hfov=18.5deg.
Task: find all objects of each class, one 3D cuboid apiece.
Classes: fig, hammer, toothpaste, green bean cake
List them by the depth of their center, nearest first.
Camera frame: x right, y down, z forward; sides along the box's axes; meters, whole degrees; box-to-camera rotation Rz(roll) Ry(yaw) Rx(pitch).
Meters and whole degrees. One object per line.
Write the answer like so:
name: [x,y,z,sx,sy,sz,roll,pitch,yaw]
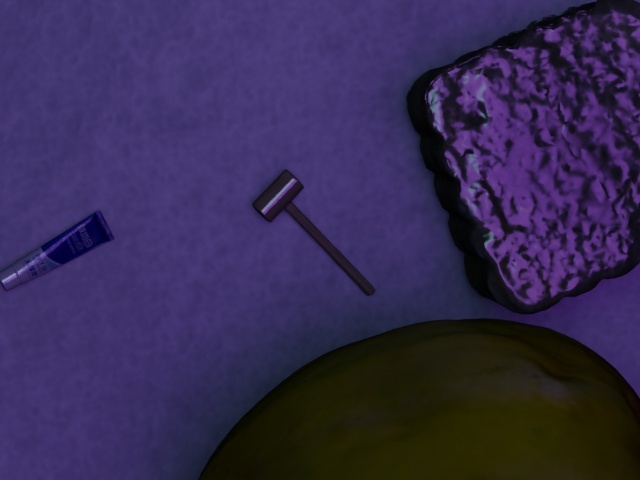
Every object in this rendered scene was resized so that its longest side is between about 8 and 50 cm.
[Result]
fig: [0.070,0.214,1.272,0.343,0.343,0.343,-2,97,-13]
toothpaste: [-0.183,0.008,1.346,0.083,0.015,0.024,-29,110,-13]
green bean cake: [0.168,-0.063,1.377,0.183,0.094,0.185,-24,101,-9]
hammer: [0.000,0.000,1.387,0.035,0.019,0.110,-45,109,-5]
